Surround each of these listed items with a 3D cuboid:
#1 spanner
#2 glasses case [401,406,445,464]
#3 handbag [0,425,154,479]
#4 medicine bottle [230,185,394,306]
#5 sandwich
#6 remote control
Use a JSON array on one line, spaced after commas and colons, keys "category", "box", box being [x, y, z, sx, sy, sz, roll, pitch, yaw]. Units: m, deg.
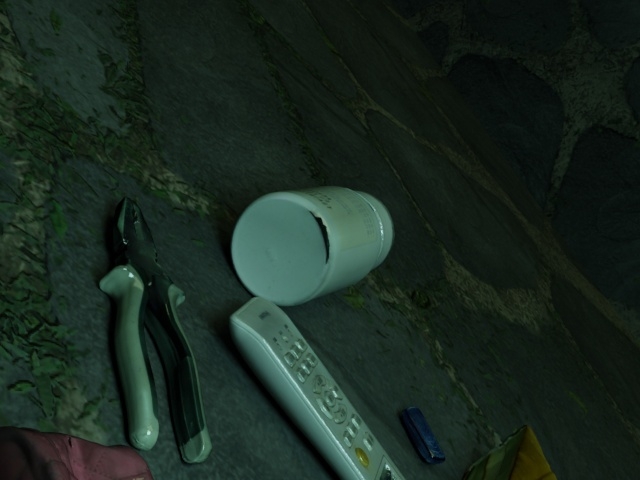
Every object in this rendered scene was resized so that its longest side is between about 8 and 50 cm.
[{"category": "spanner", "box": [-0.170, 0.075, 1.019, 0.096, 0.040, 0.324, 28, 31, -41]}, {"category": "glasses case", "box": [0.129, 0.254, 1.324, 0.034, 0.023, 0.083, 9, 42, -46]}, {"category": "handbag", "box": [-0.164, 0.230, 0.633, 0.135, 0.146, 0.225, 28, 29, -54]}, {"category": "medicine bottle", "box": [0.000, 0.000, 1.335, 0.143, 0.143, 0.258, 54, 23, 11]}, {"category": "sandwich", "box": [0.202, 0.303, 1.260, 0.187, 0.117, 0.144, 22, 32, -46]}, {"category": "remote control", "box": [0.001, 0.201, 1.134, 0.313, 0.055, 0.109, 54, 15, -1]}]
